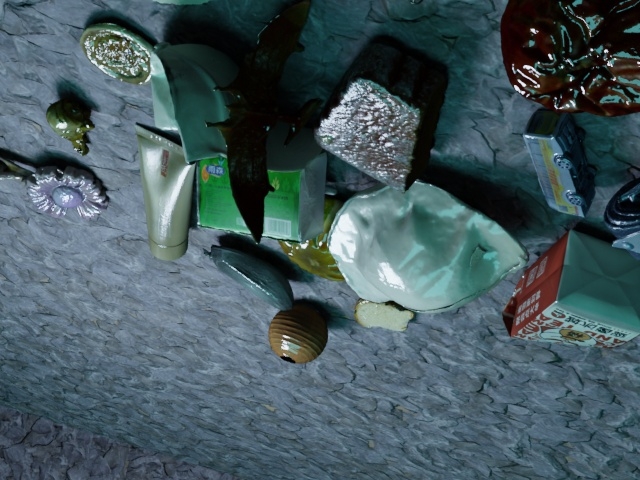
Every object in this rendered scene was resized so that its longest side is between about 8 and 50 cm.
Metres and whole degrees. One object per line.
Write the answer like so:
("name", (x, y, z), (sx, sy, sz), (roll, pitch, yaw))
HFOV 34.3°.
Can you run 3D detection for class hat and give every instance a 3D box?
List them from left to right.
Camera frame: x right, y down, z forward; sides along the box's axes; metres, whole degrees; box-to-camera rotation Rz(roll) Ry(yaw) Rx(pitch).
("hat", (-0.133, -0.214, 1.665), (0.301, 0.168, 0.258), (9, -164, -23))

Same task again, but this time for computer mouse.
("computer mouse", (-0.142, 0.063, 2.198), (0.229, 0.068, 0.113), (36, 163, -1))

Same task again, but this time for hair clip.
("hair clip", (-0.602, -0.123, 2.203), (0.300, 0.069, 0.173), (19, 150, 6))

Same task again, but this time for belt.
("belt", (0.517, -0.053, 1.491), (0.218, 0.122, 0.128), (-18, 130, 41))

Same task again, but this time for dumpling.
("dumpling", (0.168, 0.007, 1.785), (0.260, 0.181, 0.341), (49, 161, -23))

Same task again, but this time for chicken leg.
("chicken leg", (-0.467, -0.210, 1.978), (0.093, 0.070, 0.178), (14, 157, 4))

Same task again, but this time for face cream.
("face cream", (-0.304, -0.088, 2.056), (0.137, 0.084, 0.341), (27, 145, 12))

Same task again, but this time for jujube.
("jujube", (0.332, -0.254, 1.219), (0.232, 0.213, 0.213), (-2, 142, 29))

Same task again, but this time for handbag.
("handbag", (0.439, 0.117, 1.799), (0.171, 0.151, 0.298), (18, 155, -3))

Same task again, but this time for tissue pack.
("tissue pack", (-0.092, -0.092, 1.841), (0.209, 0.156, 0.148), (9, 108, 26))

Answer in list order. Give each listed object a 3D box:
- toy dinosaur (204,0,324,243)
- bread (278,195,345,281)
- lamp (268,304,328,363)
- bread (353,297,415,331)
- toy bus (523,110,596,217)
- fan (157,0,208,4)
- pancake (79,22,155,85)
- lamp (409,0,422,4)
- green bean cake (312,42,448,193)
("toy dinosaur", (-0.074, -0.172, 1.525), (0.113, 0.327, 0.206), (19, 164, 45))
("bread", (0.000, 0.000, 1.958), (0.213, 0.104, 0.213), (19, 153, 10))
("lamp", (-0.050, 0.210, 2.309), (0.136, 0.136, 0.136), (17, 150, 10))
("bread", (0.134, 0.146, 2.167), (0.126, 0.044, 0.129), (14, 148, 1))
("toy bus", (0.362, -0.113, 1.558), (0.075, 0.064, 0.190), (10, 149, 33))
("fan", (-0.214, -0.455, 1.441), (0.233, 0.012, 0.415), (29, 153, -13))
("pancake", (-0.338, -0.316, 1.746), (0.152, 0.025, 0.151), (18, 152, 10))
("lamp", (0.138, -0.358, 1.317), (0.041, 0.054, 0.121), (21, 150, 4))
("green bean cake", (0.108, -0.187, 1.576), (0.199, 0.097, 0.232), (27, 151, -5))
